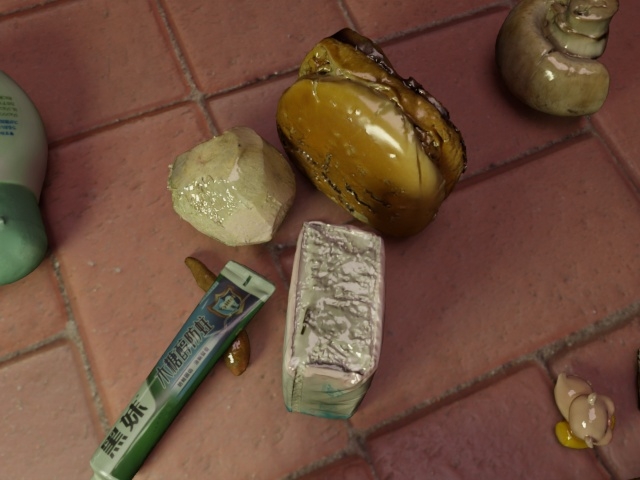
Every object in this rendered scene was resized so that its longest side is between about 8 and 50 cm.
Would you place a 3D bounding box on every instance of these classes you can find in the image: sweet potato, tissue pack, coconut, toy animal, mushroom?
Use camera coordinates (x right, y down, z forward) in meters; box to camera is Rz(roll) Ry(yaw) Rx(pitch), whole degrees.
[{"bbox_3d":[-0.156,0.105,1.000,0.050,0.050,0.214,-21,65,-13],"label":"sweet potato"},{"bbox_3d":[0.014,0.120,0.880,0.124,0.271,0.202,3,66,0],"label":"tissue pack"},{"bbox_3d":[-0.127,-0.080,1.016,0.194,0.194,0.195,1,66,-3],"label":"coconut"},{"bbox_3d":[0.397,0.248,0.952,0.091,0.082,0.115,5,65,-3],"label":"toy animal"},{"bbox_3d":[0.412,-0.349,1.160,0.188,0.195,0.254,-1,63,0],"label":"mushroom"}]

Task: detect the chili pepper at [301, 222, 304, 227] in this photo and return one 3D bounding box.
[{"bbox_3d":[0.000,0.000,1.071,0.030,0.017,0.083,-26,71,-13],"label":"chili pepper"}]

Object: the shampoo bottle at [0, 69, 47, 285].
[{"bbox_3d":[-0.525,-0.093,1.005,0.221,0.151,0.350,-17,68,-17],"label":"shampoo bottle"}]

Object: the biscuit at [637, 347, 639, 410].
[{"bbox_3d":[0.612,0.227,0.983,0.251,0.070,0.106,12,67,1],"label":"biscuit"}]

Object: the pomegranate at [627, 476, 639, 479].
[{"bbox_3d":[0.438,0.442,0.738,0.337,0.338,0.339,1,66,-3],"label":"pomegranate"}]

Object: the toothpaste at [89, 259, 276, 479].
[{"bbox_3d":[-0.207,0.201,0.918,0.098,0.061,0.392,27,76,29],"label":"toothpaste"}]

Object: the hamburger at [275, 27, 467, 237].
[{"bbox_3d":[0.073,-0.157,1.000,0.304,0.284,0.174,37,71,12],"label":"hamburger"}]
